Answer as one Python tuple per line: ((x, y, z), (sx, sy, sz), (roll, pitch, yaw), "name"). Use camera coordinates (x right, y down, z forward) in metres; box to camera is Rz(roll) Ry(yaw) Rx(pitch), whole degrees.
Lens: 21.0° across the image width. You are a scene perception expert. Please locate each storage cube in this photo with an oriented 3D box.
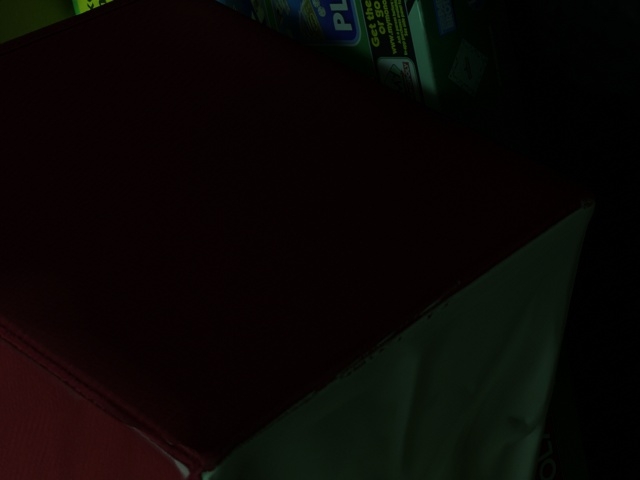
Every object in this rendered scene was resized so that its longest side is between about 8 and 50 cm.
((-0.051, 0.052, 0.579), (0.193, 0.215, 0.184), (29, 131, 29), "storage cube")

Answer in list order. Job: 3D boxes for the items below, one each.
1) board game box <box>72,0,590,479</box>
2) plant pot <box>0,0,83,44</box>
((0.000, 0.000, 0.697), (0.213, 0.046, 0.317), (7, 116, 48), "board game box")
((-0.135, -0.121, 0.758), (0.081, 0.083, 0.081), (7, 116, 50), "plant pot")
